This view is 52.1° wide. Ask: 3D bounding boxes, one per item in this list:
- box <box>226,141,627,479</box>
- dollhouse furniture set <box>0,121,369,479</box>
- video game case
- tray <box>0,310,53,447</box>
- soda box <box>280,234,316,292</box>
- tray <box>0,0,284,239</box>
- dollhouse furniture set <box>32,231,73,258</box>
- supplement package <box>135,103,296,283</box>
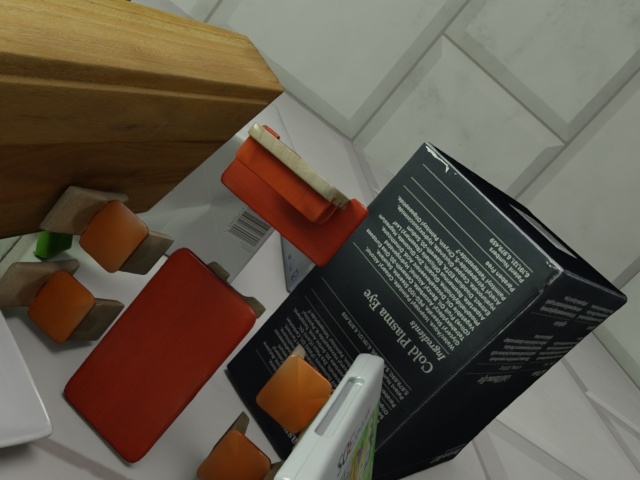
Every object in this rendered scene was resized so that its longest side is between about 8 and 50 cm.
[{"bbox_3d":[0.133,0.100,0.729,0.179,0.312,0.343,50,18,29],"label":"box"},{"bbox_3d":[-0.086,0.045,0.482,0.262,0.259,0.135,40,6,9],"label":"dollhouse furniture set"},{"bbox_3d":[0.004,0.200,0.409,0.023,0.212,0.193,8,10,14],"label":"video game case"},{"bbox_3d":[-0.292,0.032,0.428,0.270,0.030,0.145,53,19,22],"label":"tray"},{"bbox_3d":[0.000,0.000,1.071,0.091,0.098,0.286,35,17,-21],"label":"soda box"},{"bbox_3d":[-0.196,-0.078,0.463,0.076,0.203,0.411,55,22,5],"label":"tray"},{"bbox_3d":[-0.307,-0.043,0.632,0.152,0.058,0.076,23,22,9],"label":"dollhouse furniture set"},{"bbox_3d":[-0.154,-0.115,0.881,0.175,0.177,0.293,32,19,-27],"label":"supplement package"}]
